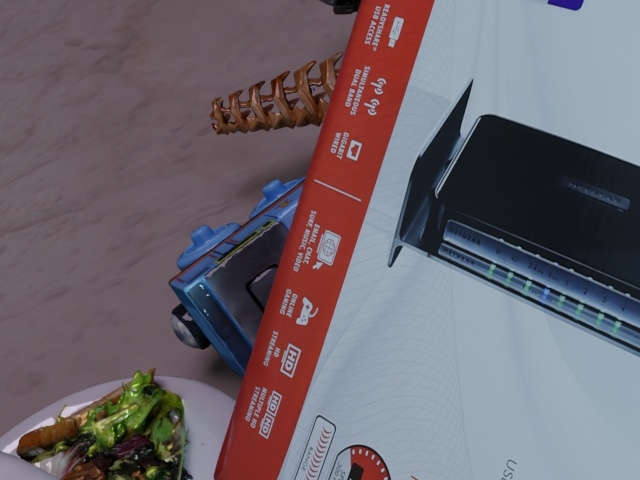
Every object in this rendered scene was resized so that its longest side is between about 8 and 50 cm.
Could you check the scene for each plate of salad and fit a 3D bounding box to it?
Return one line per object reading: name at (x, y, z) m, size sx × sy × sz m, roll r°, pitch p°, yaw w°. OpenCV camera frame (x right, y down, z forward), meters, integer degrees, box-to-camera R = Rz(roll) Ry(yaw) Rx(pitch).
plate of salad at (-0.123, 0.136, 0.698) m, size 0.199 × 0.048 × 0.200 m, roll -15°, pitch 38°, yaw 11°

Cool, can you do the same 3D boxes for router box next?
router box at (0.119, 0.004, 0.530) m, size 0.301 × 0.082 × 0.336 m, roll 26°, pitch 102°, yaw 47°

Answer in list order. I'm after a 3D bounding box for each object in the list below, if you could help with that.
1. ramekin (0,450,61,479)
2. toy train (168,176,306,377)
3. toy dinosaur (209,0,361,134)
ramekin at (-0.092, 0.196, 0.427) m, size 0.277 × 0.277 × 0.135 m, roll 19°, pitch 47°, yaw 43°
toy train at (0.000, 0.000, 0.751) m, size 0.184 × 0.080 × 0.105 m, roll -36°, pitch 13°, yaw -11°
toy dinosaur at (0.082, -0.160, 0.879) m, size 0.321 × 0.164 × 0.218 m, roll -14°, pitch 49°, yaw -22°
